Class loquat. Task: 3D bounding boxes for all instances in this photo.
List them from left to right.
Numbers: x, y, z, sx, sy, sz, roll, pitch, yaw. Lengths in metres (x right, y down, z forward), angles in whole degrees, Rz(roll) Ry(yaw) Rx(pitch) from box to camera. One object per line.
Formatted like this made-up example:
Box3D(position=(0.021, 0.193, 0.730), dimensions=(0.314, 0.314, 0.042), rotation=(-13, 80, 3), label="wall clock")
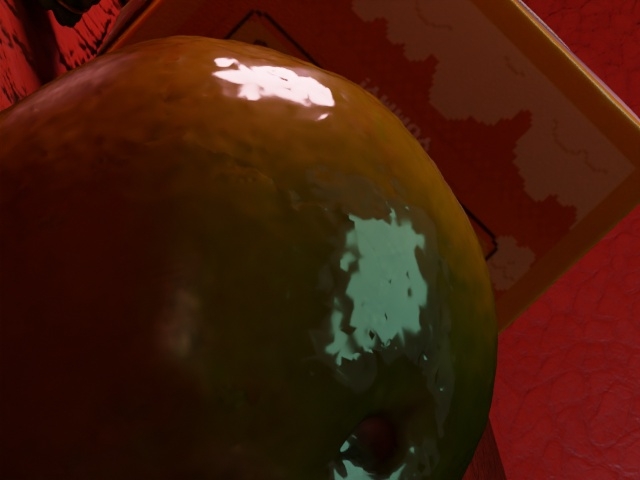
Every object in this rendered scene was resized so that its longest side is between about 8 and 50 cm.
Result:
Box3D(position=(-0.048, 0.025, 0.635), dimensions=(0.246, 0.213, 0.213), rotation=(-97, 166, -47), label="loquat")

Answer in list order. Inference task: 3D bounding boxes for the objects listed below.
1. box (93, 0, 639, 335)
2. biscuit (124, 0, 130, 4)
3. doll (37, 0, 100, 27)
Box3D(position=(0.023, -0.089, 1.082), dimensions=(0.259, 0.214, 0.283), rotation=(42, 10, -10), label="box")
Box3D(position=(-0.114, -0.182, 1.317), dimensions=(0.206, 0.025, 0.126), rotation=(-78, 149, -75), label="biscuit")
Box3D(position=(-0.107, -0.157, 0.994), dimensions=(0.077, 0.113, 0.078), rotation=(83, -5, -51), label="doll")
